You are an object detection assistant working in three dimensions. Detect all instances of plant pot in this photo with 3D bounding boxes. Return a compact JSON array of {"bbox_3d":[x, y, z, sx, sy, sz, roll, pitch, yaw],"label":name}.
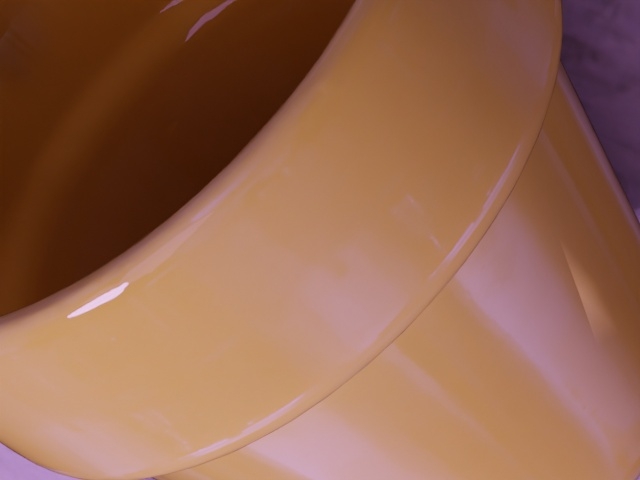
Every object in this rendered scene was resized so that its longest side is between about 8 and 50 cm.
[{"bbox_3d":[0.000,0.000,0.672,0.254,0.254,0.239,-23,129,30],"label":"plant pot"}]
